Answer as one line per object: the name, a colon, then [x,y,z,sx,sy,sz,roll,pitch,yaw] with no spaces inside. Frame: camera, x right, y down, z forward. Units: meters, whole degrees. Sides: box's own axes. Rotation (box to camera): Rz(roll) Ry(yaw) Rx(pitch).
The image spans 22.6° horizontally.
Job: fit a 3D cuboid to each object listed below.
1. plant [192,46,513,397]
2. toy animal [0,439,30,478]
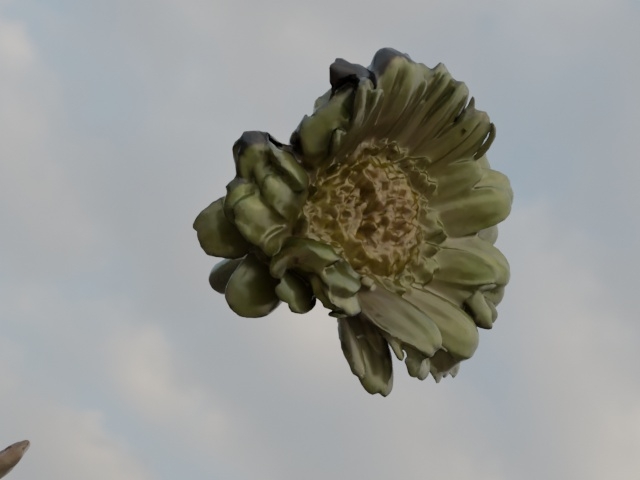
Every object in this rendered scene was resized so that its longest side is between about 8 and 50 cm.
plant: [0.026,-0.036,1.321,0.306,0.261,0.297,21,5,-31]
toy animal: [-0.339,0.151,1.211,0.185,0.184,0.104,46,-36,1]
